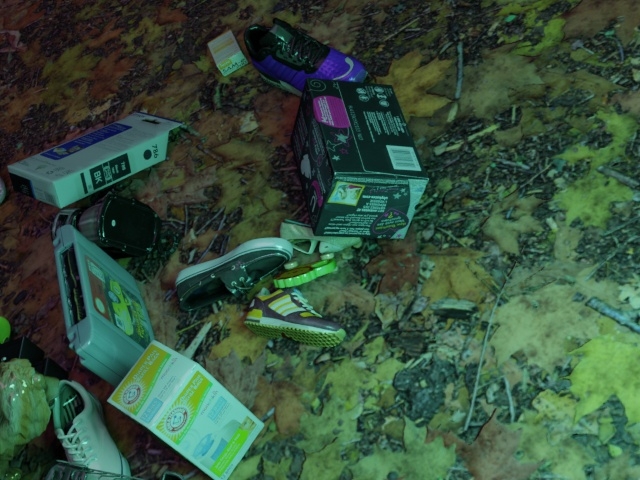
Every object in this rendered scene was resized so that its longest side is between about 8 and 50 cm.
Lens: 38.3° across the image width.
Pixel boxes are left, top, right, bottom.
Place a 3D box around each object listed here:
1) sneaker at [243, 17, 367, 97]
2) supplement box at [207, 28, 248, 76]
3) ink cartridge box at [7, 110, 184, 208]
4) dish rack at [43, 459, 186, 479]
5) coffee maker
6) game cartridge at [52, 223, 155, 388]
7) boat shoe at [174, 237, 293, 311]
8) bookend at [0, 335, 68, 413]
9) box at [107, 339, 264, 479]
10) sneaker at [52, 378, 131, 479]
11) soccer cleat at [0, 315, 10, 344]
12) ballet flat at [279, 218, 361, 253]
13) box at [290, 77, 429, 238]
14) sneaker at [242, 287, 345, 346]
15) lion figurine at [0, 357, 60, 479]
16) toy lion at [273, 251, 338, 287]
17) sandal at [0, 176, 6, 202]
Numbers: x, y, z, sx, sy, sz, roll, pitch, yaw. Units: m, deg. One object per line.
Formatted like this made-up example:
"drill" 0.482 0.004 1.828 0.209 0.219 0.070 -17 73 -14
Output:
"sneaker" -0.047 -0.357 1.784 0.293 0.146 0.102 21 67 40
"supplement box" -0.201 -0.405 1.989 0.062 0.036 0.098 -29 45 6
"ink cartridge box" -0.442 -0.169 1.861 0.165 0.065 0.333 18 37 39
"dish rack" -0.317 0.422 1.316 0.272 0.074 0.208 5 69 20
"coffee maker" -0.388 -0.007 1.713 0.178 0.171 0.120 -7 46 46
"game cartridge" -0.355 0.121 1.538 0.060 0.196 0.294 -31 45 5
"boat shoe" -0.148 0.064 1.551 0.229 0.080 0.076 -17 54 19
"bookend" -0.519 0.234 1.630 0.157 0.072 0.156 -17 48 17
"box" -0.192 0.250 1.334 0.103 0.203 0.114 21 67 40
"sneaker" -0.377 0.326 1.458 0.094 0.091 0.258 -37 45 -2
"soccer cleat" -0.700 0.247 1.711 0.121 0.093 0.289 19 65 46
"ballet flat" 0.000 0.000 1.544 0.168 0.057 0.052 10 88 40
"box" 0.057 -0.134 1.510 0.164 0.142 0.247 2 46 -17
"sneaker" -0.036 0.113 1.451 0.186 0.069 0.083 6 63 32
"lion figurine" -0.602 0.285 1.495 0.392 0.240 0.142 5 24 18
"toy lion" -0.025 0.052 1.475 0.100 0.034 0.096 -14 9 6
"sandal" -0.786 -0.162 2.114 0.102 0.076 0.265 -46 66 8
